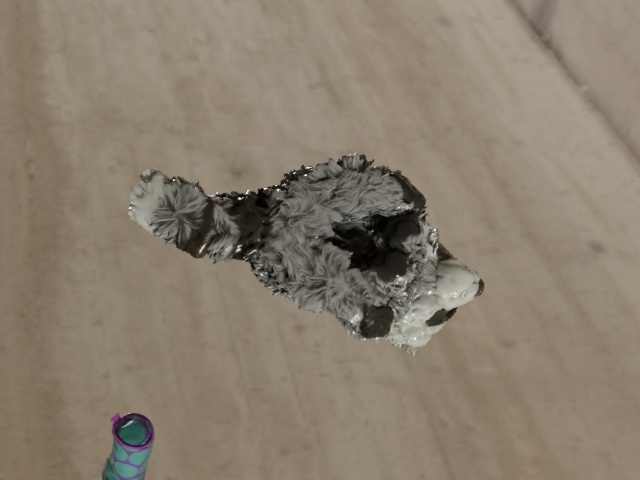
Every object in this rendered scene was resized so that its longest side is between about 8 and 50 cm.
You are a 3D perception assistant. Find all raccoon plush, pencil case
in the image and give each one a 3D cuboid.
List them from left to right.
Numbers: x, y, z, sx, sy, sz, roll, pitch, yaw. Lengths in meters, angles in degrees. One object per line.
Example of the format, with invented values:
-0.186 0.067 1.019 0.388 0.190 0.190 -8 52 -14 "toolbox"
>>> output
-0.286 0.316 1.649 0.070 0.064 0.152 37 -42 13 "pencil case"
0.000 0.000 1.512 0.216 0.446 0.299 -62 163 -7 "raccoon plush"
